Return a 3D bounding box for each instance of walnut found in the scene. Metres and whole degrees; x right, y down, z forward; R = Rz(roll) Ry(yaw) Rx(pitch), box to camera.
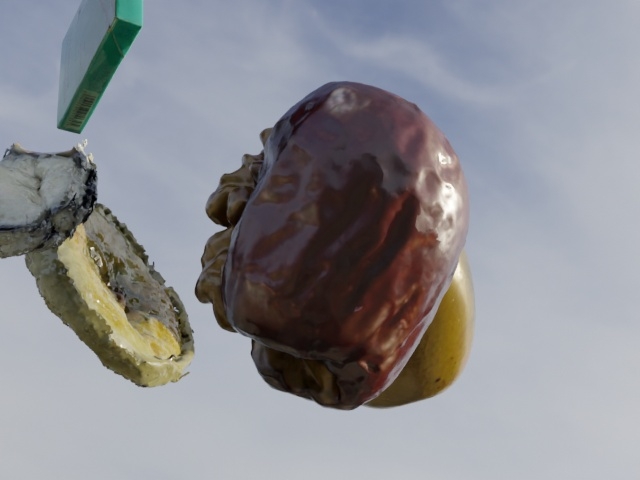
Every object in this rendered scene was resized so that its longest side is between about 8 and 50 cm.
[{"bbox_3d":[0.000,0.000,0.843,0.244,0.269,0.222,22,-19,12],"label":"walnut"}]

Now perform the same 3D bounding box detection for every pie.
[{"bbox_3d":[-0.242,0.053,1.094,0.055,0.274,0.274,-36,-51,11],"label":"pie"}]

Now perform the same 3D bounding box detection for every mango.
[{"bbox_3d":[0.069,0.042,1.299,0.300,0.232,0.445,19,-46,45],"label":"mango"}]

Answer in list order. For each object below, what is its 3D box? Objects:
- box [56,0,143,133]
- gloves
[{"bbox_3d":[-0.289,-0.268,1.211,0.042,0.161,0.226,12,-37,-30],"label":"box"},{"bbox_3d":[-0.257,-0.033,0.849,0.114,0.153,0.070,0,-61,-2],"label":"gloves"}]
